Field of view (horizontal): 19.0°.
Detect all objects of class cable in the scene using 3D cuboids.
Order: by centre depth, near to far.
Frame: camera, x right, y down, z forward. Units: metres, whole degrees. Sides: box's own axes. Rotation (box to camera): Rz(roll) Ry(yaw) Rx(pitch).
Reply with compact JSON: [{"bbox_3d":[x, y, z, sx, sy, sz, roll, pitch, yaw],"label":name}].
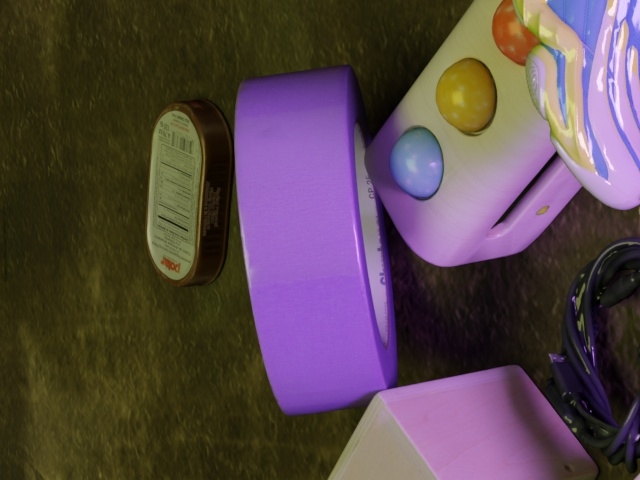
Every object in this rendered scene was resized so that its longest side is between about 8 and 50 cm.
[{"bbox_3d":[0.224,0.083,1.388,0.150,0.047,0.184,-66,20,16],"label":"cable"}]

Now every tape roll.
[{"bbox_3d":[0.000,0.000,1.535,0.275,0.090,0.274,-7,-90,-83],"label":"tape roll"}]

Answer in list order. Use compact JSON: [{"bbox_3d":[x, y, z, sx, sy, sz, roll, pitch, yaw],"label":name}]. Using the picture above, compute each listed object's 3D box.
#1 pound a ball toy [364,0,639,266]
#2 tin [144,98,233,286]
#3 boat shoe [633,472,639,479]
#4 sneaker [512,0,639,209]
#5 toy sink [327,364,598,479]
[{"bbox_3d":[0.170,-0.092,1.386,0.319,0.136,0.208,-53,54,44],"label":"pound a ball toy"},{"bbox_3d":[-0.132,-0.046,1.884,0.106,0.040,0.189,27,117,53],"label":"tin"},{"bbox_3d":[0.248,0.305,1.386,0.158,0.127,0.340,36,124,23],"label":"boat shoe"},{"bbox_3d":[0.193,-0.146,1.229,0.126,0.091,0.240,-22,82,30],"label":"sneaker"},{"bbox_3d":[0.092,0.233,1.533,0.131,0.153,0.234,54,134,32],"label":"toy sink"}]
